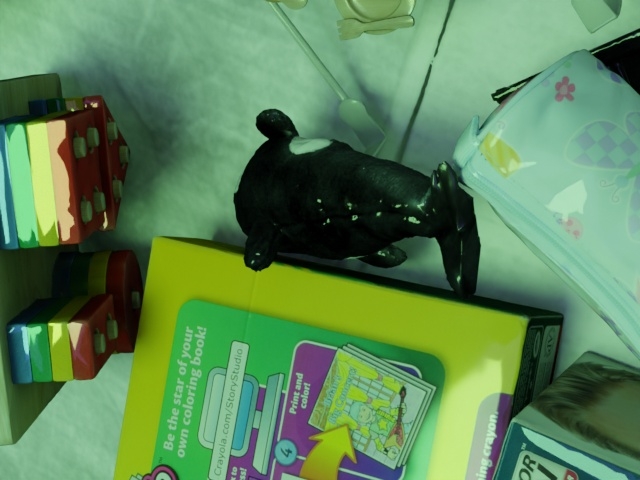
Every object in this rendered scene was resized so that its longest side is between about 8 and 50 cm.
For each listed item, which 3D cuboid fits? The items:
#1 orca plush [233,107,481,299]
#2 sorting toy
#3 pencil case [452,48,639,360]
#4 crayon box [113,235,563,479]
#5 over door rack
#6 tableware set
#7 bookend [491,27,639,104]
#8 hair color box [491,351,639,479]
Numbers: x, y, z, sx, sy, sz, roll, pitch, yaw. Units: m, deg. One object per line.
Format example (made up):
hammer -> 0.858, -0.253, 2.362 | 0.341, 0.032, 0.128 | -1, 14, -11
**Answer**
orca plush -> 0.000, 0.000, 0.878 | 0.287, 0.102, 0.151 | 24, 155, 50
sorting toy -> -0.203, -0.001, 0.991 | 0.089, 0.255, 0.257 | -4, 100, 3
pencil case -> 0.205, 0.011, 0.769 | 0.124, 0.113, 0.273 | -39, 83, -15
crayon box -> -0.007, 0.202, 0.963 | 0.313, 0.106, 0.363 | 12, 93, 26
over door rack -> 0.038, -0.240, 0.887 | 0.239, 0.108, 0.324 | -31, 91, 34
tableware set -> 0.005, -0.220, 0.837 | 0.141, 0.020, 0.168 | 14, 114, 24
bookend -> 0.223, -0.061, 0.848 | 0.157, 0.072, 0.156 | -21, 89, 29
hair color box -> 0.293, 0.197, 0.798 | 0.347, 0.174, 0.105 | 20, 109, 23
